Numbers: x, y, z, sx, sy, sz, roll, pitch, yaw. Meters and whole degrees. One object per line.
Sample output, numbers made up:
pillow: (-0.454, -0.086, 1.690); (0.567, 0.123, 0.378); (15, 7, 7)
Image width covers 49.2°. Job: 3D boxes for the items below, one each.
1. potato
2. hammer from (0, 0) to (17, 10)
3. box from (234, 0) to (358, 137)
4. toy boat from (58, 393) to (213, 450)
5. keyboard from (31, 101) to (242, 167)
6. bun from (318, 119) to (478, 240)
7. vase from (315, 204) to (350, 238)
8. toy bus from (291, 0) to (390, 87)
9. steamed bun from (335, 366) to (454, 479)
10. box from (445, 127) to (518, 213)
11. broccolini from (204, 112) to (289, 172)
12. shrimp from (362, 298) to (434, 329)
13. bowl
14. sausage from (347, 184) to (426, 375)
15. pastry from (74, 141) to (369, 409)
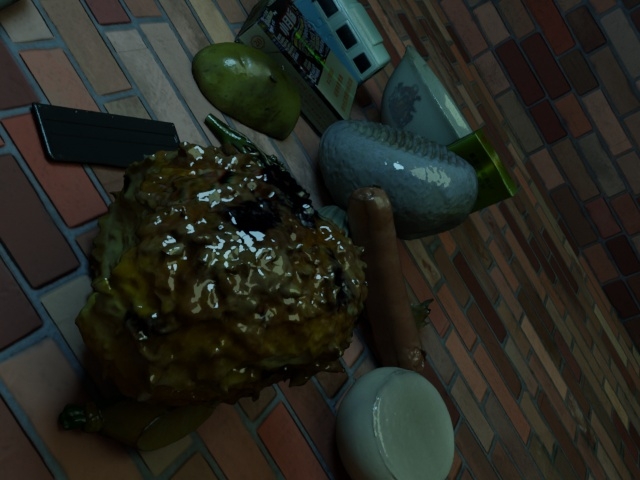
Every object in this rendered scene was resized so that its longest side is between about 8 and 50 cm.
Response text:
potato: (-0.126, -0.321, 1.415); (0.272, 0.111, 0.160); (22, 51, -46)
hammer: (-0.528, -0.444, 0.940); (0.305, 0.113, 0.202); (44, 32, -17)
box: (-0.046, -0.412, 1.626); (0.310, 0.084, 0.198); (46, 35, -25)
toy boat: (-0.218, 0.213, 0.896); (0.088, 0.089, 0.229); (32, 19, 26)
keyboard: (-0.284, -0.163, 1.136); (0.381, 0.041, 0.103); (-6, 71, -50)
bun: (0.156, -0.129, 1.517); (0.362, 0.211, 0.362); (19, 22, -8)
vase: (0.000, 0.000, 1.339); (0.128, 0.128, 0.248); (55, 24, -11)
toy bus: (0.051, -0.523, 1.775); (0.271, 0.165, 0.133); (57, 32, -7)
steamed bun: (0.115, 0.338, 1.207); (0.232, 0.145, 0.231); (22, 56, -36)
box: (0.299, -0.131, 1.685); (0.173, 0.311, 0.043); (57, 44, -8)
broccolini: (-0.135, -0.166, 1.321); (0.202, 0.068, 0.091); (45, 54, -24)
shrimp: (0.156, 0.127, 1.529); (0.253, 0.058, 0.173); (-12, 67, -54)
bowl: (0.275, -0.279, 1.849); (0.435, 0.196, 0.434); (48, 21, -25)
sausage: (0.130, 0.099, 1.364); (0.094, 0.094, 0.418); (-142, -144, -72)
pastry: (-0.116, 0.044, 0.899); (0.337, 0.292, 0.405); (21, 19, -21)
